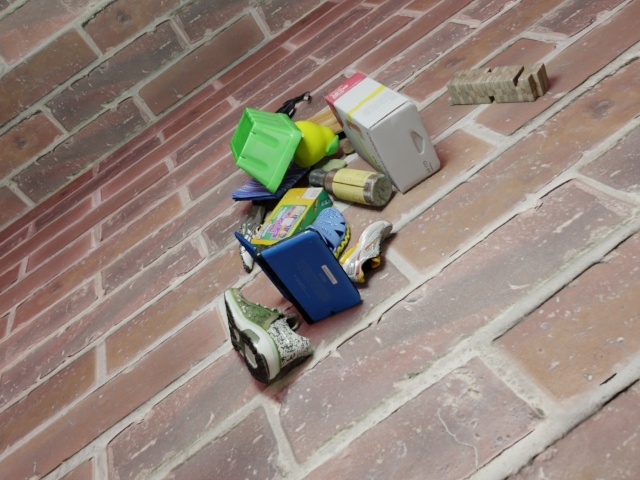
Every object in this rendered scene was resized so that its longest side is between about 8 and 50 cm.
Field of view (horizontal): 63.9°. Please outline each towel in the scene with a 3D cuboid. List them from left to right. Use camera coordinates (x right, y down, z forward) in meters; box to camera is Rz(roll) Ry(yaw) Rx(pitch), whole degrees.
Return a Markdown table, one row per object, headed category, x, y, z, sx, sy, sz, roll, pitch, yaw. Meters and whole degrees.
| category | x | y | z | sx | sy | sz | roll | pitch | yaw |
| --- | --- | --- | --- | --- | --- | --- | --- | --- | --- |
| towel | -0.174 | -0.253 | 2.022 | 0.243 | 0.040 | 0.336 | 0 | 34 | 34 |
| towel | 0.024 | -0.273 | 1.966 | 0.148 | 0.027 | 0.110 | 14 | 56 | 48 |

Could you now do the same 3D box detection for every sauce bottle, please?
| category | x | y | z | sx | sy | sz | roll | pitch | yaw |
| --- | --- | --- | --- | --- | --- | --- | --- | --- | --- |
| sauce bottle | 0.090 | -0.194 | 1.749 | 0.111 | 0.111 | 0.344 | -48 | 38 | -18 |

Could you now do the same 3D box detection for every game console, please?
| category | x | y | z | sx | sy | sz | roll | pitch | yaw |
| --- | --- | --- | --- | --- | --- | --- | --- | --- | --- |
| game console | -0.064 | 0.071 | 1.407 | 0.250 | 0.293 | 0.173 | -24 | 37 | 14 |

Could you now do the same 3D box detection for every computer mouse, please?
| category | x | y | z | sx | sy | sz | roll | pitch | yaw |
| --- | --- | --- | --- | --- | --- | --- | --- | --- | --- |
| computer mouse | -0.137 | -0.639 | 2.499 | 0.184 | 0.060 | 0.262 | -17 | 27 | 30 |

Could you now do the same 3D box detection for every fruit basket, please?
| category | x | y | z | sx | sy | sz | roll | pitch | yaw |
| --- | --- | --- | --- | --- | --- | --- | --- | --- | --- |
| fruit basket | -0.129 | -0.346 | 1.947 | 0.283 | 0.392 | 0.392 | -62 | 32 | 16 |

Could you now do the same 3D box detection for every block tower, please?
| category | x | y | z | sx | sy | sz | roll | pitch | yaw |
| --- | --- | --- | --- | --- | --- | --- | --- | --- | --- |
| block tower | 0.591 | -0.532 | 1.758 | 0.335 | 0.097 | 0.091 | 10 | 54 | 46 |

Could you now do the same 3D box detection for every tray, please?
| category | x | y | z | sx | sy | sz | roll | pitch | yaw |
| --- | --- | --- | --- | --- | --- | --- | --- | --- | --- |
| tray | 0.012 | -0.479 | 2.149 | 0.411 | 0.076 | 0.203 | -23 | 25 | 17 |

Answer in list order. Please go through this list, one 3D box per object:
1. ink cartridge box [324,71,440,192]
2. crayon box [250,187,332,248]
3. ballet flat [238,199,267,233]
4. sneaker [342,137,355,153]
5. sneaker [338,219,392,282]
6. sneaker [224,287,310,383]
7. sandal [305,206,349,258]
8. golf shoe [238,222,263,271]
| category | x | y | z | sx | sy | sz | roll | pitch | yaw |
| --- | --- | --- | --- | --- | --- | --- | --- | --- | --- |
| ink cartridge box | 0.200 | -0.368 | 1.718 | 0.160 | 0.279 | 0.384 | -36 | 35 | 0 |
| crayon box | -0.098 | -0.060 | 1.769 | 0.165 | 0.081 | 0.278 | 4 | 50 | 42 |
| ballet flat | -0.248 | -0.086 | 1.953 | 0.084 | 0.058 | 0.249 | -2 | 50 | 15 |
| sneaker | 0.171 | -0.407 | 1.976 | 0.192 | 0.086 | 0.064 | -53 | 56 | 22 |
| sneaker | 0.146 | 0.035 | 1.480 | 0.093 | 0.088 | 0.225 | 26 | 65 | 29 |
| sneaker | -0.154 | 0.247 | 1.454 | 0.182 | 0.158 | 0.410 | -12 | 27 | -23 |
| sandal | 0.000 | 0.000 | 1.576 | 0.126 | 0.138 | 0.317 | -16 | 38 | 27 |
| golf shoe | -0.235 | 0.017 | 1.793 | 0.094 | 0.077 | 0.198 | -6 | 56 | 2 |
